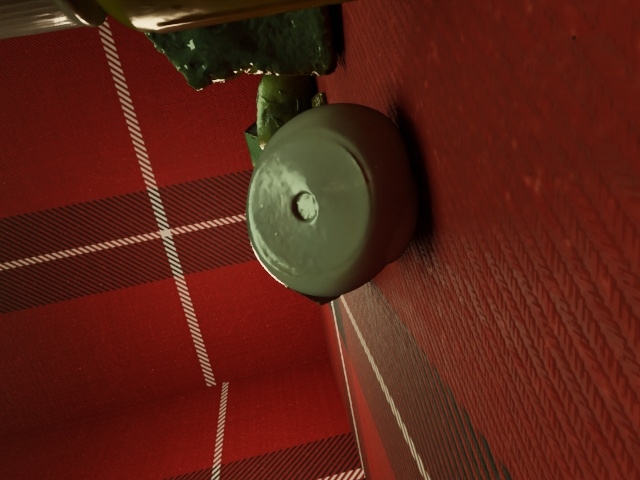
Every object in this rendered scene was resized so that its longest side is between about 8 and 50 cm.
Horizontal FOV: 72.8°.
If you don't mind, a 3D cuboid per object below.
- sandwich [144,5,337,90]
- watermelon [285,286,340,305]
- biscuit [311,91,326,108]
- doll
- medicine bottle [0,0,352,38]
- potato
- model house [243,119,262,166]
[{"bbox_3d":[-0.145,-0.382,0.672,0.131,0.326,0.262,-91,-7,-52],"label":"sandwich"},{"bbox_3d":[-0.016,0.000,0.937,0.264,0.151,0.301,-107,-1,-46],"label":"watermelon"},{"bbox_3d":[0.011,-0.225,1.025,0.131,0.025,0.230,-122,21,-77],"label":"biscuit"},{"bbox_3d":[0.029,-0.042,0.550,0.221,0.221,0.250,-113,35,-67],"label":"doll"},{"bbox_3d":[-0.123,-0.278,0.321,0.224,0.385,0.224,167,90,-86],"label":"medicine bottle"},{"bbox_3d":[-0.070,-0.317,1.099,0.111,0.160,0.271,28,130,24],"label":"potato"},{"bbox_3d":[-0.135,-0.309,1.423,0.270,0.207,0.178,-108,8,-45],"label":"model house"}]
